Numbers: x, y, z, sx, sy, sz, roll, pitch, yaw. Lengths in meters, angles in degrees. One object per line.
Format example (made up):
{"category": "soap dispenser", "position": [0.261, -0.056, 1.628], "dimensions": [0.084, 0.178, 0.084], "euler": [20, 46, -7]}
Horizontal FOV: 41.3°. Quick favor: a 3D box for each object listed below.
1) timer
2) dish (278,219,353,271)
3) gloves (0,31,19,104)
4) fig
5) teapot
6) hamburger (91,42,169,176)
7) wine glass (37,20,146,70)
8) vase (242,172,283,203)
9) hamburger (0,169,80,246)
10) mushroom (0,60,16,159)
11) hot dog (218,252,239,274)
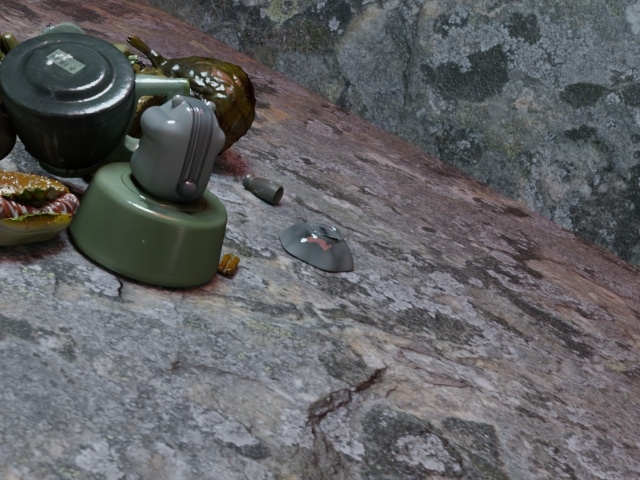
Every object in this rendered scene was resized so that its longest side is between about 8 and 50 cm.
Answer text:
{"category": "timer", "position": [-0.281, -0.117, 1.569], "dimensions": [0.290, 0.315, 0.291], "euler": [20, 19, -7]}
{"category": "dish", "position": [0.000, 0.000, 1.959], "dimensions": [0.190, 0.066, 0.191], "euler": [21, 19, -8]}
{"category": "gloves", "position": [-0.730, -0.377, 2.005], "dimensions": [0.331, 0.141, 0.154], "euler": [35, 46, 5]}
{"category": "fig", "position": [-0.356, -0.383, 2.170], "dimensions": [0.368, 0.286, 0.286], "euler": [37, 11, -31]}
{"category": "teapot", "position": [-0.443, -0.255, 1.638], "dimensions": [0.321, 0.239, 0.239], "euler": [-26, 61, -30]}
{"category": "hamburger", "position": [-0.467, -0.291, 1.900], "dimensions": [0.195, 0.277, 0.318], "euler": [33, 15, -2]}
{"category": "wine glass", "position": [-0.614, -0.454, 2.281], "dimensions": [0.357, 0.190, 0.190], "euler": [32, 20, 37]}
{"category": "vase", "position": [-0.147, -0.135, 2.169], "dimensions": [0.100, 0.053, 0.053], "euler": [27, 19, 21]}
{"category": "hamburger", "position": [-0.521, -0.064, 1.452], "dimensions": [0.173, 0.116, 0.210], "euler": [30, 20, 24]}
{"category": "mushroom", "position": [-0.680, -0.261, 1.597], "dimensions": [0.243, 0.243, 0.243], "euler": [21, 19, -8]}
{"category": "hot dog", "position": [-0.183, 0.049, 1.688], "dimensions": [0.037, 0.021, 0.083], "euler": [14, 20, 4]}
